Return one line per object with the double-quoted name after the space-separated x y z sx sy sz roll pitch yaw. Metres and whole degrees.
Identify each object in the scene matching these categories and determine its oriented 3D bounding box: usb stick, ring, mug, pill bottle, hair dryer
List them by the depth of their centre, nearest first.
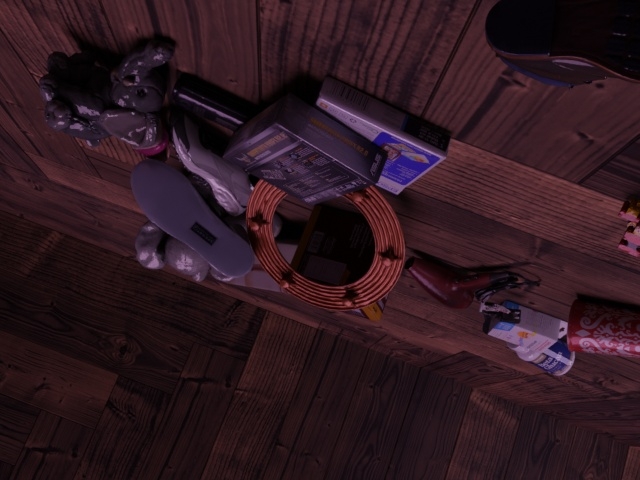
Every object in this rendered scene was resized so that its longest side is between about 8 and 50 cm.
-0.118 -0.199 1.193 0.278 0.045 0.077 23 171 -10 "usb stick"
0.000 0.000 1.360 0.337 0.032 0.336 12 122 19 "ring"
0.621 0.178 1.465 0.169 0.150 0.113 5 122 33 "mug"
0.335 0.089 1.587 0.294 0.080 0.223 12 147 12 "hair dryer"
0.576 0.284 1.843 0.170 0.094 0.094 27 164 -21 "pill bottle"

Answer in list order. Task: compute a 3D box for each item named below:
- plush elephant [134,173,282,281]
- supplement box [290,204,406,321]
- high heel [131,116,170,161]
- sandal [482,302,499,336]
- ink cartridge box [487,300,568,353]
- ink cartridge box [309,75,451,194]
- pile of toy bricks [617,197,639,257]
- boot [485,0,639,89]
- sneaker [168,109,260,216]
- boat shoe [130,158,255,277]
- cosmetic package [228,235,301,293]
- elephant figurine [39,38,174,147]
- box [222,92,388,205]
-0.264 -0.017 1.601 0.272 0.255 0.330 18 164 9 "plush elephant"
0.058 0.049 1.530 0.194 0.191 0.129 15 162 23 "supplement box"
-0.314 -0.182 1.373 0.117 0.082 0.244 41 168 -30 "high heel"
0.462 0.206 1.849 0.067 0.040 0.179 8 147 22 "sandal"
0.521 0.221 1.731 0.182 0.061 0.104 19 154 3 "ink cartridge box"
0.071 -0.155 1.092 0.206 0.045 0.208 24 163 -8 "ink cartridge box"
0.514 -0.013 0.933 0.212 0.118 0.105 25 134 18 "pile of toy bricks"
0.274 -0.194 0.694 0.219 0.082 0.106 14 -175 10 "boot"
-0.199 -0.163 1.368 0.108 0.100 0.271 -26 135 15 "sneaker"
-0.258 -0.047 1.430 0.306 0.113 0.105 39 179 -13 "boat shoe"
-0.103 0.057 1.798 0.153 0.129 0.296 -3 -175 -43 "cosmetic package"
-0.324 -0.237 1.163 0.240 0.169 0.186 2 -170 11 "elephant figurine"
-0.031 -0.134 1.109 0.183 0.056 0.231 29 162 -21 "box"
